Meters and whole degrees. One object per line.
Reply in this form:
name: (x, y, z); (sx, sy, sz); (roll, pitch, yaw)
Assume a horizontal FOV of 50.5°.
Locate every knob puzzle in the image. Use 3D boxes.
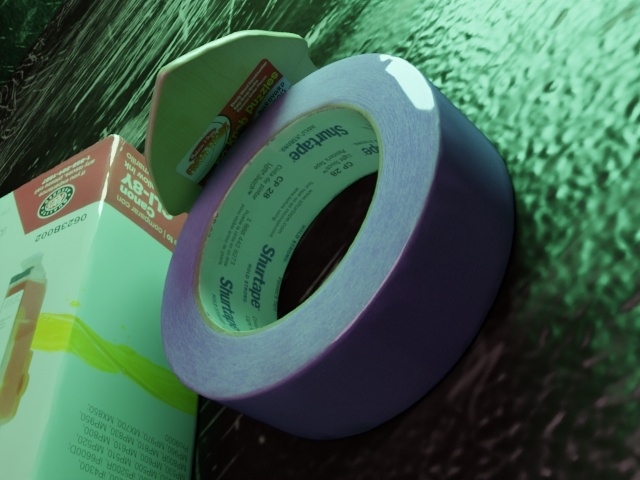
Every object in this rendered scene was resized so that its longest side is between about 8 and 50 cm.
knob puzzle: (-0.081, -0.105, 0.594); (0.030, 0.213, 0.213); (42, 97, 30)

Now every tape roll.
tape roll: (0.000, 0.000, 0.505); (0.275, 0.090, 0.275); (-31, 42, 33)

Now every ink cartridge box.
ink cartridge box: (-0.259, 0.130, 0.610); (0.279, 0.160, 0.385); (-23, 45, 21)
